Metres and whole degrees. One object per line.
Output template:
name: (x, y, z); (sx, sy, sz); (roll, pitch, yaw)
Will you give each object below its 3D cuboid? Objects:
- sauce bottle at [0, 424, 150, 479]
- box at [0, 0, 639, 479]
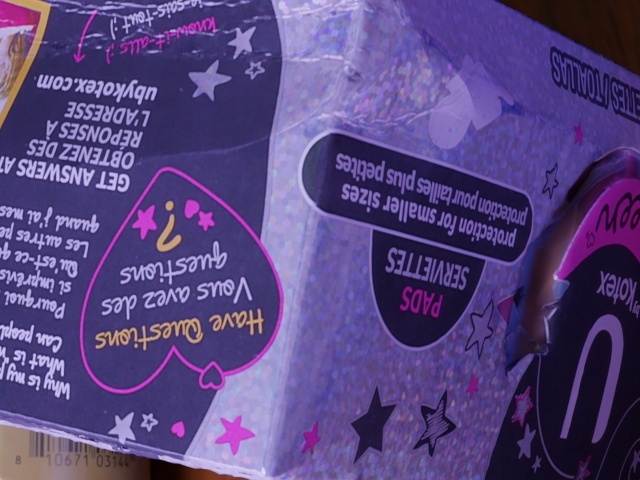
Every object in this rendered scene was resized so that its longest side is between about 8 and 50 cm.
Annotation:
sauce bottle: (-0.116, -0.040, 0.756); (0.111, 0.111, 0.344); (-5, 78, 30)
box: (0.000, 0.000, 0.596); (0.163, 0.247, 0.142); (10, 88, 32)
